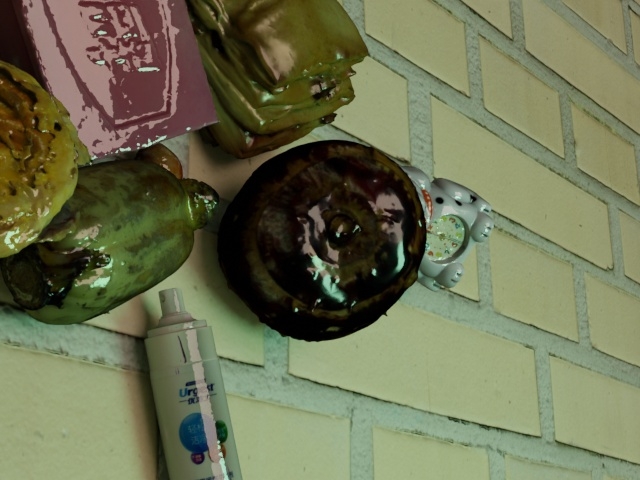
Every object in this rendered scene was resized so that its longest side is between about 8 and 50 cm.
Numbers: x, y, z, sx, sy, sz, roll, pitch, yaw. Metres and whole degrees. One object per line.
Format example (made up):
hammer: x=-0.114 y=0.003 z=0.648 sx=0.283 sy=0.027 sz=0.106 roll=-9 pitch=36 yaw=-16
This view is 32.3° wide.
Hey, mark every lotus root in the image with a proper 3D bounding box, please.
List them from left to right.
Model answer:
lotus root: x=-0.244 y=-0.004 z=1.304 sx=0.309 sy=0.173 sz=0.173 roll=-26 pitch=98 yaw=-51

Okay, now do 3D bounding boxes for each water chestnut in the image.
water chestnut: x=0.000 y=0.000 z=1.566 sx=0.300 sy=0.300 sz=0.300 roll=23 pitch=60 yaw=-46

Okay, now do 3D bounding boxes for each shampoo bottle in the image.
shampoo bottle: x=-0.160 y=0.210 z=1.382 sx=0.092 sy=0.092 sz=0.303 roll=-4 pitch=81 yaw=-52

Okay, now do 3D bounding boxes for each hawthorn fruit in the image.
hawthorn fruit: x=-0.200 y=-0.087 z=1.455 sx=0.103 sy=0.067 sz=0.066 roll=24 pitch=58 yaw=-31

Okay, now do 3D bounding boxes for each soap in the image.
soap: x=-0.286 y=-0.279 z=1.322 sx=0.233 sy=0.128 sz=0.359 roll=-24 pitch=102 yaw=-40

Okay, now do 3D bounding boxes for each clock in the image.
clock: x=0.137 y=-0.049 z=1.810 sx=0.254 sy=0.189 sz=0.189 roll=30 pitch=54 yaw=-35

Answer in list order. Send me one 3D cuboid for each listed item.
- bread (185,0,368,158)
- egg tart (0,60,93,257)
bread: x=-0.086 y=-0.322 z=1.593 sx=0.314 sy=0.191 sz=0.370 roll=-30 pitch=100 yaw=-52
egg tart: x=-0.381 y=-0.073 z=1.144 sx=0.297 sy=0.132 sz=0.297 roll=11 pitch=46 yaw=-12
